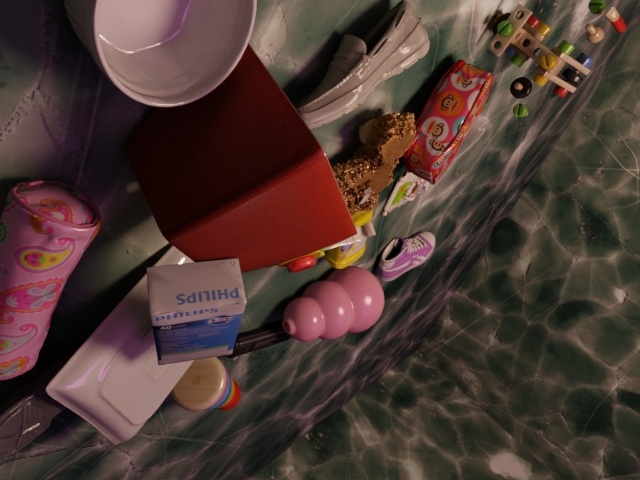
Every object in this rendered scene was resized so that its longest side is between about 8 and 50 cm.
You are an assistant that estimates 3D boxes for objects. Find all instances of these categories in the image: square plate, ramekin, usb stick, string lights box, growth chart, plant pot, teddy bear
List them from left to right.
[{"bbox_3d":[-0.327,0.216,1.008,0.347,0.049,0.344,-55,160,-30],"label":"square plate"},{"bbox_3d":[-0.186,-0.271,0.580,0.207,0.109,0.207,-38,154,-23],"label":"ramekin"},{"bbox_3d":[-0.202,0.124,0.820,0.133,0.077,0.260,-5,153,-18],"label":"string lights box"},{"bbox_3d":[-0.128,-0.097,0.776,0.235,0.267,0.267,-32,154,0],"label":"plant pot"},{"bbox_3d":[-0.170,0.285,1.480,0.077,0.045,0.278,-52,156,23],"label":"usb stick"},{"bbox_3d":[0.104,-0.173,1.225,0.245,0.113,0.338,-30,158,-21],"label":"teddy bear"},{"bbox_3d":[0.289,-0.172,1.601,0.237,0.021,0.172,-30,150,-34],"label":"growth chart"}]

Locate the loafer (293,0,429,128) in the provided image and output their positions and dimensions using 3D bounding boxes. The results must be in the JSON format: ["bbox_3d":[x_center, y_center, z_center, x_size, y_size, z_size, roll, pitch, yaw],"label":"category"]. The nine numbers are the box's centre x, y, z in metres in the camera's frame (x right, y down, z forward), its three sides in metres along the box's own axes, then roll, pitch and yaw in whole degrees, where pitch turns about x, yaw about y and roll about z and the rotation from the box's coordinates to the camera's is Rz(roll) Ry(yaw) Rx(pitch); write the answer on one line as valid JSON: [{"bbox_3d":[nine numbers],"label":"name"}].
[{"bbox_3d":[0.061,-0.321,0.939,0.319,0.112,0.111,-41,119,-14],"label":"loafer"}]

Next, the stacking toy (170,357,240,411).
[{"bbox_3d":[-0.282,0.399,1.372,0.141,0.141,0.330,-43,159,-12],"label":"stacking toy"}]

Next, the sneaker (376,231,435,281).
[{"bbox_3d":[0.327,0.028,1.859,0.282,0.102,0.161,-37,150,-24],"label":"sneaker"}]

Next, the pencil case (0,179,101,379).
[{"bbox_3d":[-0.404,0.057,0.689,0.284,0.124,0.124,-56,154,18],"label":"pencil case"}]

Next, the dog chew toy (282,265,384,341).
[{"bbox_3d":[0.032,0.200,1.523,0.331,0.207,0.207,-17,142,-35],"label":"dog chew toy"}]

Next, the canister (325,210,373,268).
[{"bbox_3d":[0.080,-0.017,1.422,0.126,0.073,0.170,-32,149,-32],"label":"canister"}]

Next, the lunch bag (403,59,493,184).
[{"bbox_3d":[0.334,-0.296,1.338,0.293,0.120,0.258,-58,164,0],"label":"lunch bag"}]

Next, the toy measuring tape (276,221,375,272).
[{"bbox_3d":[0.000,0.000,1.203,0.330,0.121,0.121,-15,143,-21],"label":"toy measuring tape"}]

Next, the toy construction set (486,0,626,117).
[{"bbox_3d":[0.578,-0.507,1.287,0.308,0.258,0.237,-23,166,38],"label":"toy construction set"}]

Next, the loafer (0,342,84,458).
[{"bbox_3d":[-0.472,0.253,0.907,0.302,0.095,0.109,-37,132,-56],"label":"loafer"}]
